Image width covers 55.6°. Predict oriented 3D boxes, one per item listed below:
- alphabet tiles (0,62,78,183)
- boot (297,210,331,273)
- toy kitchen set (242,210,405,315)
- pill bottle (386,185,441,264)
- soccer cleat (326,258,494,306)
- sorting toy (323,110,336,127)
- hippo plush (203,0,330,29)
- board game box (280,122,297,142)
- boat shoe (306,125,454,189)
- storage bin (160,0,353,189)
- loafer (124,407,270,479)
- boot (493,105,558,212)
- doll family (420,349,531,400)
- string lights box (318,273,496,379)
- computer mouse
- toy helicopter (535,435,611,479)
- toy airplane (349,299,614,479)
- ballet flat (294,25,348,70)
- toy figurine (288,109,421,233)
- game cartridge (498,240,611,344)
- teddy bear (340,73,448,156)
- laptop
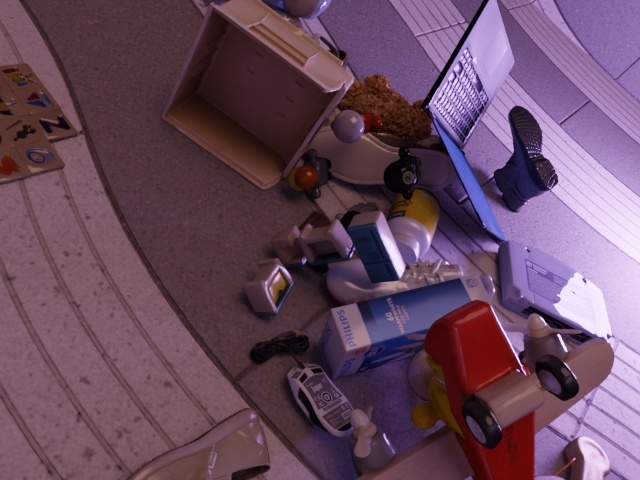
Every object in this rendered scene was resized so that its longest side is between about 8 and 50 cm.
[{"bbox_3d":[-0.573,-0.190,0.932,0.343,0.011,0.285,-28,74,-45],"label":"alphabet tiles"},{"bbox_3d":[0.000,0.000,1.154,0.106,0.037,0.114,46,39,4],"label":"boot"},{"bbox_3d":[0.008,0.060,1.004,0.122,0.207,0.166,62,36,-28],"label":"toy kitchen set"},{"bbox_3d":[0.181,-0.025,1.245,0.103,0.103,0.184,35,43,-5],"label":"pill bottle"},{"bbox_3d":[0.174,0.075,1.128,0.332,0.143,0.116,12,50,-26],"label":"soccer cleat"},{"bbox_3d":[0.034,-0.254,1.383,0.075,0.045,0.083,21,45,-29],"label":"sorting toy"},{"bbox_3d":[-0.101,-0.573,1.475,0.295,0.234,0.237,7,13,25],"label":"hippo plush"},{"bbox_3d":[-0.103,-0.304,1.301,0.212,0.039,0.160,34,42,9],"label":"board game box"},{"bbox_3d":[0.123,-0.181,1.324,0.325,0.116,0.096,9,14,-6],"label":"boat shoe"},{"bbox_3d":[-0.117,-0.268,1.127,0.260,0.262,0.123,36,41,-4],"label":"storage bin"},{"bbox_3d":[-0.158,0.301,0.743,0.269,0.102,0.092,-25,66,-45],"label":"loafer"},{"bbox_3d":[0.497,-0.206,1.560,0.084,0.161,0.246,-6,73,-28],"label":"boot"},{"bbox_3d":[0.282,0.246,1.106,0.263,0.118,0.163,14,53,-1],"label":"doll family"},{"bbox_3d":[0.137,0.141,0.998,0.260,0.133,0.076,-12,62,-17],"label":"string lights box"},{"bbox_3d":[-0.020,0.229,0.945,0.106,0.042,0.193,-14,58,-46],"label":"computer mouse"},{"bbox_3d":[0.437,0.455,1.036,0.235,0.140,0.355,35,32,7],"label":"toy helicopter"},{"bbox_3d":[0.233,0.271,0.908,0.386,0.384,0.272,17,16,-34],"label":"toy airplane"},{"bbox_3d":[-0.043,-0.424,1.375,0.108,0.106,0.316,38,25,25],"label":"ballet flat"},{"bbox_3d":[0.071,-0.129,1.173,0.213,0.209,0.148,46,24,2],"label":"toy figurine"},{"bbox_3d":[0.539,0.121,1.410,0.294,0.060,0.196,27,48,-14],"label":"game cartridge"},{"bbox_3d":[0.187,-0.278,1.456,0.245,0.113,0.337,-3,57,-34],"label":"teddy bear"},{"bbox_3d":[0.389,-0.241,1.328,0.236,0.407,0.382,33,8,22],"label":"laptop"}]
